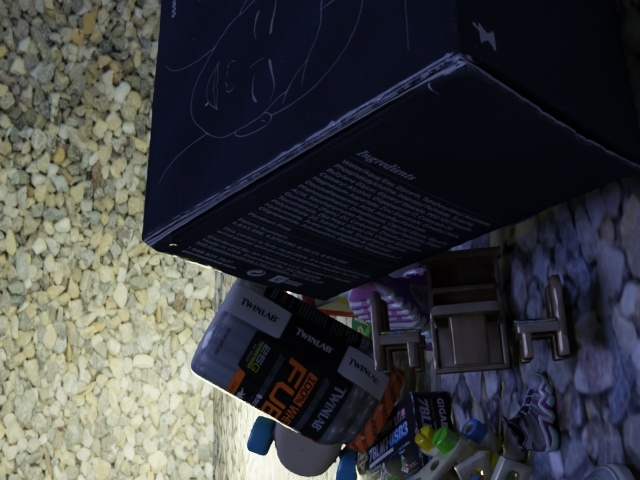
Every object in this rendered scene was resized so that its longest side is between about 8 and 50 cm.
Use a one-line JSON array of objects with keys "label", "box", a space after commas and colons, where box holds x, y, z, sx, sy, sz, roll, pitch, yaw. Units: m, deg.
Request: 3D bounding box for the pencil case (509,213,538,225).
[{"label": "pencil case", "box": [0.212, -0.167, 1.122, 0.119, 0.133, 0.306, 45, -152, -50]}]

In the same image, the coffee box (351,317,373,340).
[{"label": "coffee box", "box": [0.091, 0.161, 1.605, 0.113, 0.041, 0.184, -163, 75, -72]}]

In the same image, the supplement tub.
[{"label": "supplement tub", "box": [-0.035, 0.205, 1.428, 0.193, 0.316, 0.193, -61, 0, 1]}]

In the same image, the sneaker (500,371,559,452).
[{"label": "sneaker", "box": [0.248, 0.207, 1.055, 0.038, 0.069, 0.098, 126, 142, -61]}]

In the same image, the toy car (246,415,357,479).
[{"label": "toy car", "box": [0.001, 0.319, 1.712, 0.238, 0.219, 0.210, -62, -13, -58]}]

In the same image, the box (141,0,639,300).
[{"label": "box", "box": [0.053, -0.241, 1.006, 0.472, 0.298, 0.479, -26, 55, 44]}]

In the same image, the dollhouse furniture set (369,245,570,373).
[{"label": "dollhouse furniture set", "box": [0.177, 0.075, 1.070, 0.242, 0.212, 0.160, 49, -144, -75]}]

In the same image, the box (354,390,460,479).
[{"label": "box", "box": [0.140, 0.422, 1.378, 0.295, 0.074, 0.293, 121, 149, -56]}]

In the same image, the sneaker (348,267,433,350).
[{"label": "sneaker", "box": [0.128, 0.080, 1.247, 0.095, 0.236, 0.104, -4, 65, 41]}]

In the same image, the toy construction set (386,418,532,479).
[{"label": "toy construction set", "box": [0.170, 0.321, 1.025, 0.215, 0.151, 0.327, -50, -1, -5]}]

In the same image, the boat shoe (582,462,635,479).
[{"label": "boat shoe", "box": [0.270, 0.325, 0.955, 0.079, 0.081, 0.227, -107, 24, -45]}]

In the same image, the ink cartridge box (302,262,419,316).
[{"label": "ink cartridge box", "box": [0.065, 0.048, 1.478, 0.176, 0.127, 0.128, -26, 62, 50]}]
